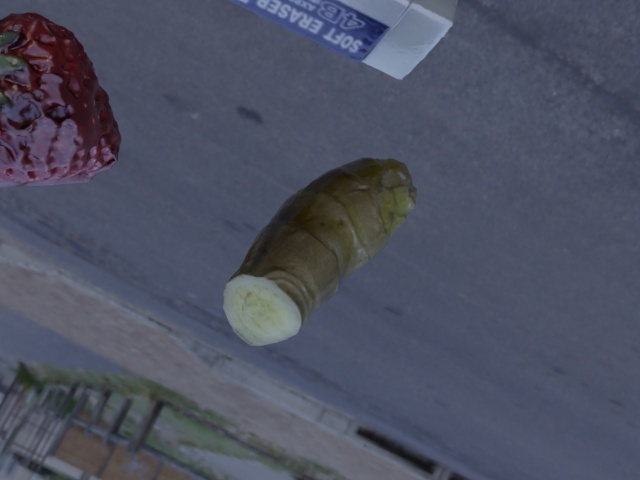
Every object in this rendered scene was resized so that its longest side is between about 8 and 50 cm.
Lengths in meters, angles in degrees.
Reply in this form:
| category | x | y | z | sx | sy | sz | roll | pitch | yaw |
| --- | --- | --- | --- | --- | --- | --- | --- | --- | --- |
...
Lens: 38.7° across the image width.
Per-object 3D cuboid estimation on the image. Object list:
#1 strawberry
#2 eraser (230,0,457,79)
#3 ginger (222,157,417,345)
| category | x | y | z | sx | sy | sz | roll | pitch | yaw |
| --- | --- | --- | --- | --- | --- | --- | --- | --- | --- |
| strawberry | -0.495 | -0.220 | 1.575 | 0.295 | 0.317 | 0.345 | 53 | -170 | 25 |
| eraser | 0.000 | -0.284 | 0.972 | 0.279 | 0.081 | 0.124 | 23 | 150 | -15 |
| ginger | 0.000 | 0.000 | 0.971 | 0.116 | 0.263 | 0.109 | 37 | 144 | 8 |
